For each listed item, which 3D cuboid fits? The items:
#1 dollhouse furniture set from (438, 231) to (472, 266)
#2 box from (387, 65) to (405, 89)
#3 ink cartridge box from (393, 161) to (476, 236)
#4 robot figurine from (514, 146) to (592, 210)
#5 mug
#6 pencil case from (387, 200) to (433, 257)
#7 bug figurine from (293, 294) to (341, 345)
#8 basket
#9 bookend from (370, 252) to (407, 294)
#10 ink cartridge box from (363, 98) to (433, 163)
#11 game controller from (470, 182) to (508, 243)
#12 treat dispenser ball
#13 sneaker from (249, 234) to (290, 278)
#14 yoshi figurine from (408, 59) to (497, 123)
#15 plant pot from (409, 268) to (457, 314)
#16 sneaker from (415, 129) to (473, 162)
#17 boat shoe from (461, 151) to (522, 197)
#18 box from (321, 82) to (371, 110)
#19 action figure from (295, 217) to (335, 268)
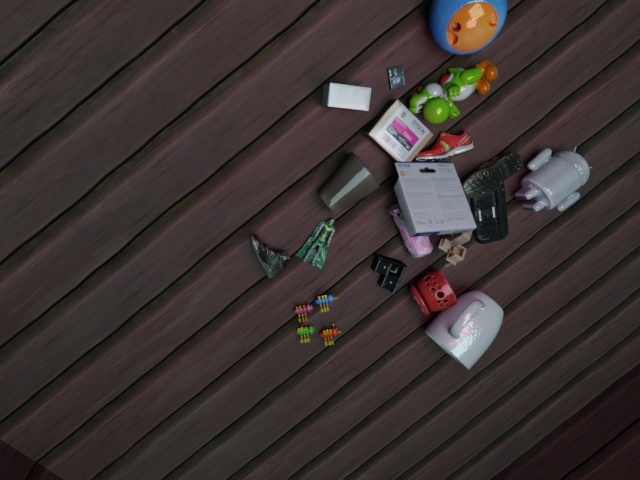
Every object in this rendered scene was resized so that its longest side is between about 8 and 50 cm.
[{"bbox_3d":[0.493,-0.086,1.872,0.356,0.174,0.303,30,61,-8],"label":"dollhouse furniture set"},{"bbox_3d":[0.321,-0.688,1.729,0.067,0.018,0.083,-15,109,-8],"label":"box"},{"bbox_3d":[0.484,-0.182,1.770,0.324,0.071,0.330,-4,68,-23],"label":"ink cartridge box"},{"bbox_3d":[1.100,-0.285,1.927,0.353,0.200,0.300,-38,103,1],"label":"robot figurine"},{"bbox_3d":[0.711,0.402,1.981,0.328,0.276,0.374,-48,150,-2],"label":"mug"},{"bbox_3d":[0.415,-0.055,1.888,0.124,0.124,0.284,-31,113,-2],"label":"pencil case"},{"bbox_3d":[-0.017,0.372,1.953,0.216,0.072,0.278,-8,113,-3],"label":"bug figurine"},{"bbox_3d":[0.110,-0.231,1.758,0.227,0.154,0.204,-40,110,5],"label":"basket"},{"bbox_3d":[0.305,0.158,1.957,0.157,0.072,0.156,19,102,-16],"label":"bookend"},{"bbox_3d":[0.335,-0.460,1.767,0.235,0.088,0.193,37,97,-19],"label":"ink cartridge box"},{"bbox_3d":[0.824,-0.138,1.995,0.167,0.067,0.319,-12,109,6],"label":"game controller"},{"bbox_3d":[0.566,-0.875,1.583,0.288,0.288,0.288,-4,107,-11],"label":"treat dispenser ball"},{"bbox_3d":[-0.220,0.050,1.804,0.130,0.087,0.227,-30,114,-4],"label":"sneaker"},{"bbox_3d":[0.559,-0.599,1.721,0.362,0.203,0.203,-24,117,-1],"label":"yoshi figurine"},{"bbox_3d":[0.538,0.259,1.982,0.174,0.191,0.191,-30,111,6],"label":"plant pot"},{"bbox_3d":[0.543,-0.422,1.834,0.279,0.107,0.118,-18,91,-10],"label":"sneaker"},{"bbox_3d":[0.774,-0.299,1.892,0.324,0.120,0.122,-29,106,-9],"label":"boat shoe"},{"bbox_3d":[0.101,-0.578,1.656,0.171,0.130,0.091,2,107,-12],"label":"box"},{"bbox_3d":[0.000,0.000,1.851,0.137,0.063,0.232,27,96,-15],"label":"action figure"}]
